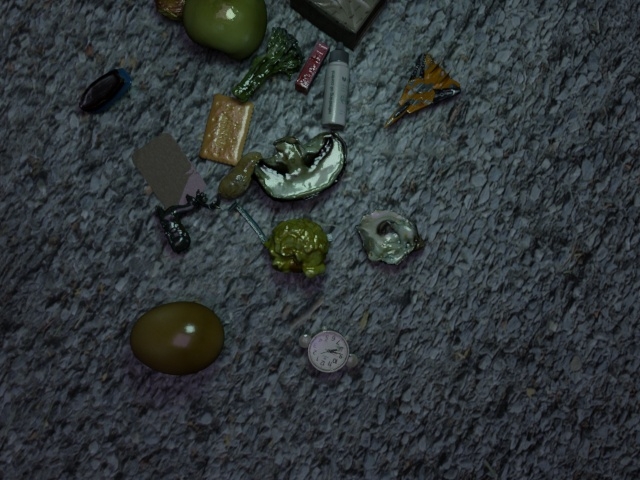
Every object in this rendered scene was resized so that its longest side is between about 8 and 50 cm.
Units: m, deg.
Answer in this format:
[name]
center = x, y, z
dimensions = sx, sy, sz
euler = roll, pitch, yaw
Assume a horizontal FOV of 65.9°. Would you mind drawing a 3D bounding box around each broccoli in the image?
[broccoli]
center = -0.196, -0.612, 1.764
dimensions = 0.165, 0.145, 0.304
euler = 45, 86, -4

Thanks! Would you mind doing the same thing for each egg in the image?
[egg]
center = -0.492, 0.335, 1.698
dimensions = 0.323, 0.250, 0.250
euler = -3, 89, 4

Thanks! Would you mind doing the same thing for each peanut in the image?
[peanut]
center = -0.284, -0.234, 1.796
dimensions = 0.099, 0.099, 0.214
euler = 40, 82, -1

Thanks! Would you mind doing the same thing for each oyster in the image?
[oyster]
center = 0.249, -0.017, 1.806
dimensions = 0.214, 0.083, 0.222
euler = -30, 84, -5

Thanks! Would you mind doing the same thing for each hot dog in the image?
[hot dog]
center = -0.490, -0.912, 1.788
dimensions = 0.175, 0.114, 0.259
euler = 33, 93, -6

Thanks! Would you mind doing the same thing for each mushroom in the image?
[mushroom]
center = -0.071, -0.265, 1.776
dimensions = 0.344, 0.130, 0.247
euler = -34, 93, -6

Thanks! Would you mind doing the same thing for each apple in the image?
[apple]
center = -0.326, -0.777, 1.715
dimensions = 0.292, 0.292, 0.254
euler = 21, 109, -1

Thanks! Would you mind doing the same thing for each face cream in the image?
[face cream]
center = 0.060, -0.571, 1.806
dimensions = 0.092, 0.092, 0.311
euler = 6, 88, -1

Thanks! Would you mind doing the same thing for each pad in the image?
[pad]
center = -0.561, -0.253, 1.828
dimensions = 0.176, 0.002, 0.266
euler = -35, 90, -2

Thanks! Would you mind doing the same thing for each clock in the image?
[clock]
center = 0.028, 0.399, 1.805
dimensions = 0.229, 0.063, 0.155
euler = 22, 86, -4

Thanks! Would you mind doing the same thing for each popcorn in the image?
[popcorn]
center = -0.084, 0.030, 1.747
dimensions = 0.235, 0.181, 0.216
euler = -15, 94, 11

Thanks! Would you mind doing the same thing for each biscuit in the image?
[biscuit]
center = -0.345, -0.408, 1.821
dimensions = 0.160, 0.030, 0.249
euler = 15, 89, -1

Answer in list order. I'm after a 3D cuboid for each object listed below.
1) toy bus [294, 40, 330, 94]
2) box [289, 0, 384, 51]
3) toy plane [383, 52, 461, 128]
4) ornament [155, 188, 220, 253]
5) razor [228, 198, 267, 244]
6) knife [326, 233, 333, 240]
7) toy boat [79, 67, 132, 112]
[toy bus]
center = -0.028, -0.636, 1.810
dimensions = 0.065, 0.077, 0.192
euler = 27, 90, -4
[box]
center = 0.063, -0.876, 1.762
dimensions = 0.297, 0.190, 0.225
euler = 35, 90, 0
[toy plane]
center = 0.345, -0.518, 1.812
dimensions = 0.316, 0.103, 0.204
euler = -45, 88, 5
[ornament]
center = -0.455, -0.078, 1.790
dimensions = 0.236, 0.080, 0.202
euler = -25, 89, -2
[razor]
center = -0.257, -0.065, 1.816
dimensions = 0.191, 0.037, 0.068
euler = 48, 131, -4
[knife]
center = 0.000, 0.000, 1.835
dimensions = 0.096, 0.010, 0.027
euler = -18, 90, 1
[toy boat]
center = -0.776, -0.535, 1.784
dimensions = 0.223, 0.097, 0.100
euler = -33, 93, 15
